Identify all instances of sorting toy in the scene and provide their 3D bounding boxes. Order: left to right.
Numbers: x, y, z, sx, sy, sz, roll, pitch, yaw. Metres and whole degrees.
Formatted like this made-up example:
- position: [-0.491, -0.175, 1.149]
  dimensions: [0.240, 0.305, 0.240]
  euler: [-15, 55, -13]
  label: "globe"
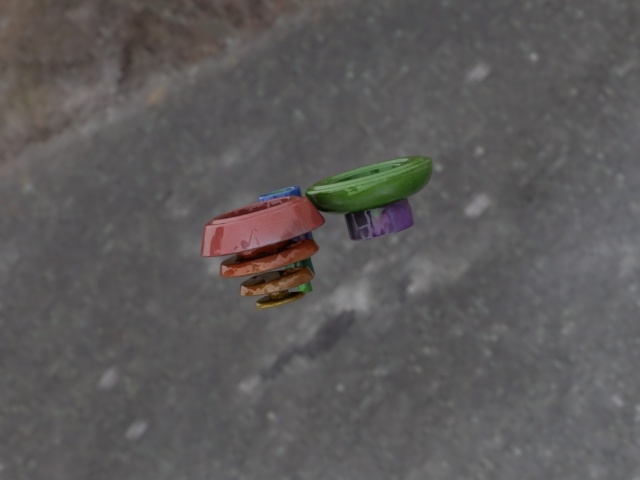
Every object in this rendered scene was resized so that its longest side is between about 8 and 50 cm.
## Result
- position: [0.000, 0.000, 0.728]
  dimensions: [0.102, 0.042, 0.061]
  euler: [-19, 8, -28]
  label: "sorting toy"
